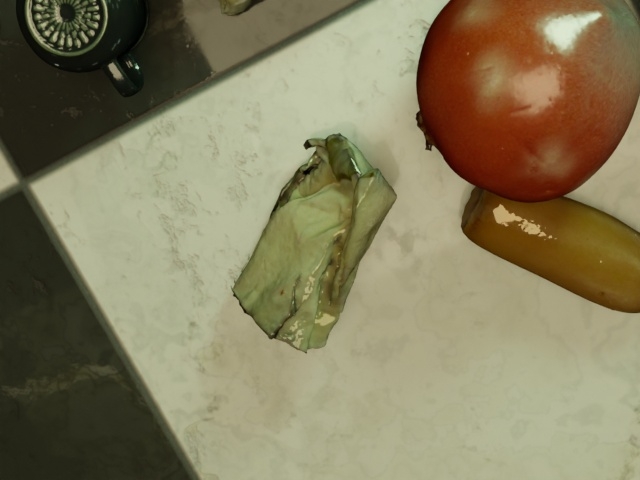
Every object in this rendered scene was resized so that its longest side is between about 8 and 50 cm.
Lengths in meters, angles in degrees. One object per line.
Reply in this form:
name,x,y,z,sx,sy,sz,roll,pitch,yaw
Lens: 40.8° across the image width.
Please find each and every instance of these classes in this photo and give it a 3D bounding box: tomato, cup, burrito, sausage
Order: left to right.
cup,-0.333,-0.317,1.280,0.169,0.176,0.223,-28,103,10
burrito,0.003,0.002,1.343,0.135,0.190,0.332,15,112,-35
tomato,0.286,-0.216,1.163,0.321,0.321,0.321,2,105,6
sausage,0.393,0.011,1.320,0.354,0.116,0.134,23,95,-4

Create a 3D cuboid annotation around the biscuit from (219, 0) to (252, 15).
biscuit,-0.163,-0.465,1.235,0.084,0.179,0.281,-30,107,-8
